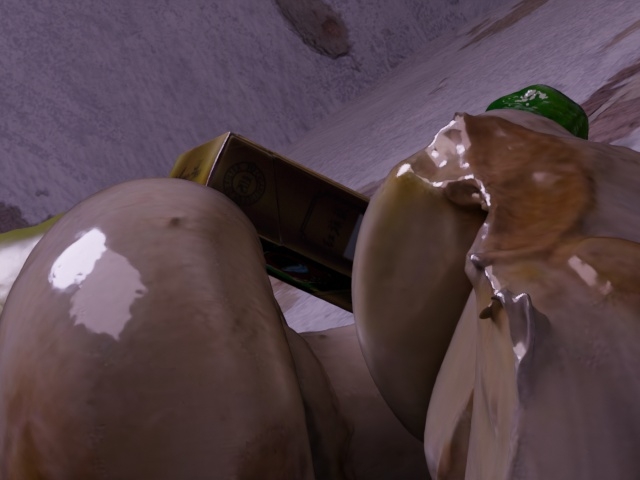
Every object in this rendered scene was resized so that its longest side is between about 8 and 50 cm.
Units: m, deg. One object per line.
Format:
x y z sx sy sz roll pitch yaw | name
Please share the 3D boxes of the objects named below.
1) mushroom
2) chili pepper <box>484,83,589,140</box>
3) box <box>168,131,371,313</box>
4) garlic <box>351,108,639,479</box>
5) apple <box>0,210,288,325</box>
-0.030 0.107 0.953 0.290 0.292 0.292 -6 2 -14 | mushroom
0.164 -0.063 1.582 0.136 0.099 0.270 -22 13 38 | chili pepper
0.000 0.000 1.396 0.071 0.240 0.159 -68 15 -9 | box
0.117 0.058 0.809 0.185 0.203 0.281 -3 29 -17 | garlic
-0.162 0.105 1.296 0.292 0.254 0.292 -17 2 1 | apple
